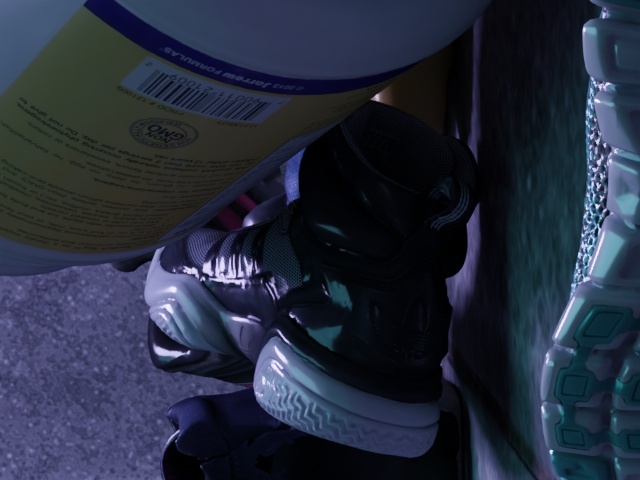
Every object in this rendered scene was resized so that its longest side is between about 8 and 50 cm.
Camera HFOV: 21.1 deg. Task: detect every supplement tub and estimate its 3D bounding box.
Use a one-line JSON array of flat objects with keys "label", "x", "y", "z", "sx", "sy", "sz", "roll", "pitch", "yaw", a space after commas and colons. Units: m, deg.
[{"label": "supplement tub", "x": -0.087, "y": -0.129, "z": 0.747, "sx": 0.331, "sy": 0.241, "sz": 0.241, "roll": -32, "pitch": 56, "yaw": 54}]

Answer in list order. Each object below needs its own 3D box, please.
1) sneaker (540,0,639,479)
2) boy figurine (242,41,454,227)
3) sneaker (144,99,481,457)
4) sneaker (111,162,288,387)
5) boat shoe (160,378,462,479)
[{"label": "sneaker", "x": 0.091, "y": -0.009, "z": 0.422, "sx": 0.076, "sy": 0.065, "sz": 0.166, "roll": -63, "pitch": -20, "yaw": -64}, {"label": "boy figurine", "x": 0.015, "y": -0.099, "z": 0.931, "sx": 0.177, "sy": 0.092, "sz": 0.285, "roll": 54, "pitch": 152, "yaw": 42}, {"label": "sneaker", "x": 0.000, "y": 0.000, "z": 0.870, "sx": 0.268, "sy": 0.101, "sz": 0.153, "roll": 31, "pitch": 102, "yaw": 61}, {"label": "sneaker", "x": -0.055, "y": -0.047, "z": 1.190, "sx": 0.483, "sy": 0.202, "sz": 0.185, "roll": 94, "pitch": 173, "yaw": -45}, {"label": "boat shoe", "x": -0.017, "y": 0.117, "z": 1.030, "sx": 0.340, "sy": 0.158, "sz": 0.127, "roll": 158, "pitch": 111, "yaw": -84}]
